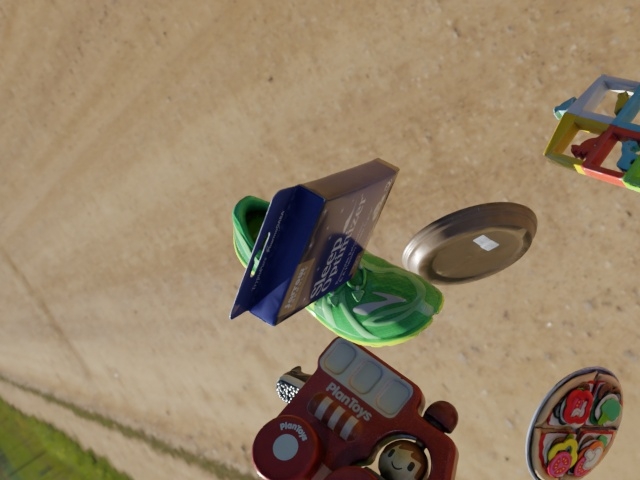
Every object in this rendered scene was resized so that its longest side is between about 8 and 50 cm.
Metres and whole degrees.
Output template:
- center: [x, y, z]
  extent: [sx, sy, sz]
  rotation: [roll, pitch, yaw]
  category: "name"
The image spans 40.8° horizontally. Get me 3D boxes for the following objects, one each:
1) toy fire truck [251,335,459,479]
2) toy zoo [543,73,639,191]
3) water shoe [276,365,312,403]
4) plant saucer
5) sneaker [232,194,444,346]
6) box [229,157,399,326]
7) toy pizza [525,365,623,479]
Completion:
- center: [0.067, 0.303, 1.255]
  extent: [0.302, 0.254, 0.169]
  rotation: [32, 165, 32]
  category: "toy fire truck"
- center: [0.524, -0.194, 1.509]
  extent: [0.030, 0.192, 0.293]
  rotation: [40, 174, -38]
  category: "toy zoo"
- center: [0.014, 0.298, 1.659]
  extent: [0.203, 0.080, 0.073]
  rotation: [24, 125, 20]
  category: "water shoe"
- center: [0.297, 0.016, 1.693]
  extent: [0.278, 0.277, 0.041]
  rotation: [105, 155, -57]
  category: "plant saucer"
- center: [0.005, 0.033, 1.029]
  extent: [0.295, 0.109, 0.123]
  rotation: [23, 158, 25]
  category: "sneaker"
- center: [0.000, 0.000, 0.830]
  extent: [0.036, 0.225, 0.137]
  rotation: [30, 114, 18]
  category: "box"
- center: [0.390, 0.285, 1.290]
  extent: [0.032, 0.201, 0.201]
  rotation: [29, 143, 55]
  category: "toy pizza"
